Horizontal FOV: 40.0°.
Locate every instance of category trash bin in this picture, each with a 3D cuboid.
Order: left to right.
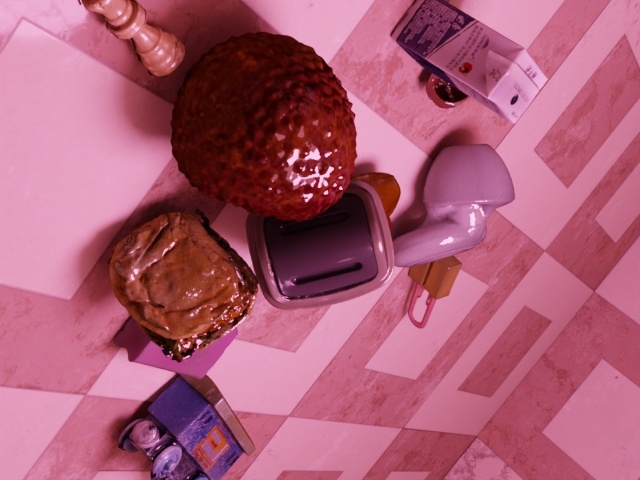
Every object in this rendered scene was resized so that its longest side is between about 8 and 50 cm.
[{"bbox_3d":[0.000,0.000,1.365,0.210,0.182,0.290,-15,-175,2],"label":"trash bin"}]

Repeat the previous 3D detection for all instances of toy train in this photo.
[{"bbox_3d":[-0.250,0.377,1.667,0.202,0.131,0.299,-46,151,-18],"label":"toy train"}]

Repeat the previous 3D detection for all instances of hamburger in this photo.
[{"bbox_3d":[-0.206,0.062,1.310,0.183,0.206,0.130,-39,-176,-15],"label":"hamburger"}]

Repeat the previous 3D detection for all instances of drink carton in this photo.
[{"bbox_3d":[0.243,-0.297,1.433,0.101,0.222,0.134,-53,149,7],"label":"drink carton"}]

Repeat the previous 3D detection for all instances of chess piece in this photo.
[{"bbox_3d":[-0.230,-0.261,1.046,0.060,0.060,0.172,-49,147,0],"label":"chess piece"}]

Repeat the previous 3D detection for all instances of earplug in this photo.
[{"bbox_3d":[0.261,-0.056,1.798,0.214,0.175,0.325,-10,142,-49],"label":"earplug"}]

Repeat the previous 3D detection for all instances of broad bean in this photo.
[{"bbox_3d":[0.057,-0.035,1.590,0.229,0.122,0.156,-33,143,-19],"label":"broad bean"}]

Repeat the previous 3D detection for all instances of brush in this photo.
[{"bbox_3d":[0.241,0.114,2.007,0.047,0.103,0.233,-19,140,-36],"label":"brush"}]

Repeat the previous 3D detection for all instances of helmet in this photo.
[{"bbox_3d":[0.231,-0.292,1.587,0.111,0.057,0.089,-42,113,-1],"label":"helmet"}]

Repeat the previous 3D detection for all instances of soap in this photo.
[{"bbox_3d":[-0.240,0.161,1.488,0.122,0.065,0.203,-52,149,5],"label":"soap"}]

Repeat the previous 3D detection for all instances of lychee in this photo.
[{"bbox_3d":[-0.068,-0.149,1.182,0.261,0.260,0.260,-32,145,-26],"label":"lychee"}]
